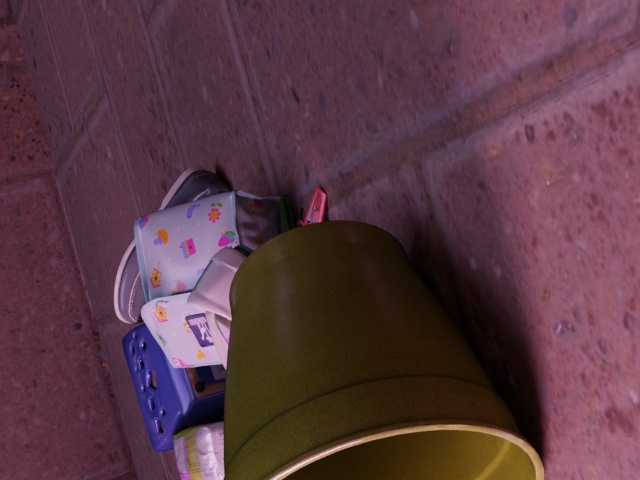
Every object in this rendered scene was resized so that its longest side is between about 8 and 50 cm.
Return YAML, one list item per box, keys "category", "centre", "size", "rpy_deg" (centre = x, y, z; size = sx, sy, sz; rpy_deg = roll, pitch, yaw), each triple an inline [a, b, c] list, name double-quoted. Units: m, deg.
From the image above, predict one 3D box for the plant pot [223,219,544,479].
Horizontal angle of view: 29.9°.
- category: "plant pot"
  centre: [0.033, 0.178, 1.436]
  size: [0.366, 0.366, 0.353]
  rpy_deg: [100, 160, -47]

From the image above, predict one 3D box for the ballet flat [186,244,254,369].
- category: "ballet flat"
  centre: [-0.049, 0.190, 1.680]
  size: [0.400, 0.139, 0.139]
  rpy_deg: [53, 164, -16]

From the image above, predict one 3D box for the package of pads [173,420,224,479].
- category: "package of pads"
  centre: [-0.118, 0.345, 2.022]
  size: [0.296, 0.229, 0.101]
  rpy_deg: [146, 113, -67]

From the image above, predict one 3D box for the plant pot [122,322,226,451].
- category: "plant pot"
  centre: [-0.205, 0.225, 2.185]
  size: [0.212, 0.236, 0.236]
  rpy_deg: [-49, 57, 58]

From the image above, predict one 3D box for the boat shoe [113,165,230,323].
- category: "boat shoe"
  centre: [-0.267, 0.018, 2.185]
  size: [0.099, 0.116, 0.319]
  rpy_deg: [27, 86, 41]

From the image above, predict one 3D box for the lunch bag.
- category: "lunch bag"
  centre: [-0.167, 0.070, 1.915]
  size: [0.223, 0.160, 0.262]
  rpy_deg: [-12, 79, 33]

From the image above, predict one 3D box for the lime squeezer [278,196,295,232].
- category: "lime squeezer"
  centre: [-0.004, 0.067, 1.831]
  size: [0.110, 0.058, 0.310]
  rpy_deg: [-56, 42, 20]

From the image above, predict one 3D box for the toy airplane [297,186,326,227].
- category: "toy airplane"
  centre: [0.000, 0.000, 1.776]
  size: [0.151, 0.028, 0.151]
  rpy_deg: [-8, 81, 61]
